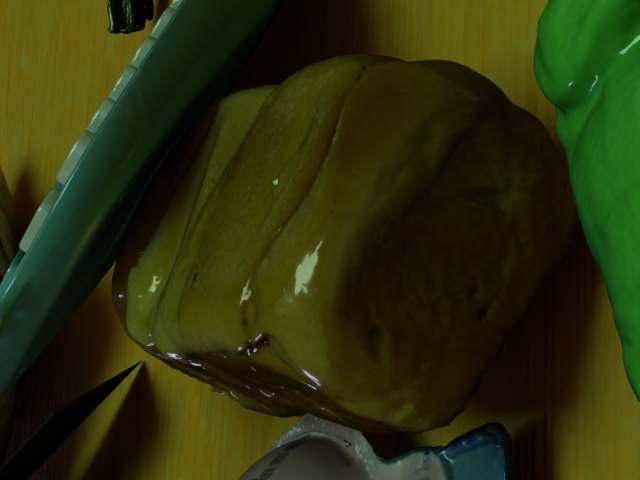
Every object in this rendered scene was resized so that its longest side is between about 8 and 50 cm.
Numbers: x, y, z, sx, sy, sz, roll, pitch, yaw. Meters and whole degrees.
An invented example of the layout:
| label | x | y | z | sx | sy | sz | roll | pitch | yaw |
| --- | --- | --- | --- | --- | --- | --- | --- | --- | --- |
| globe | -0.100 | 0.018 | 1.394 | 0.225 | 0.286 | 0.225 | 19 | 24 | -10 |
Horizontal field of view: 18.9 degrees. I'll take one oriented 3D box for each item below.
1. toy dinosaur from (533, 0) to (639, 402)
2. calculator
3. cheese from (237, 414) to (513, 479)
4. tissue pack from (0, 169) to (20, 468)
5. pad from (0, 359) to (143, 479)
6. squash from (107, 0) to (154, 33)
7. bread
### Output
| label | x | y | z | sx | sy | sz | roll | pitch | yaw |
| --- | --- | --- | --- | --- | --- | --- | --- | --- | --- |
| toy dinosaur | 0.128 | -0.049 | 0.785 | 0.500 | 0.143 | 0.375 | -120 | 35 | -58 |
| calculator | -0.106 | -0.061 | 1.121 | 0.256 | 0.054 | 0.386 | -55 | 2 | 40 |
| cheese | 0.009 | 0.167 | 0.952 | 0.286 | 0.074 | 0.189 | -34 | 51 | 51 |
| tissue pack | -0.342 | 0.125 | 1.528 | 0.375 | 0.195 | 0.390 | -122 | 46 | -61 |
| pad | -0.206 | 0.157 | 1.316 | 0.190 | 0.004 | 0.127 | -46 | -6 | 24 |
| squash | -0.108 | -0.302 | 1.373 | 0.319 | 0.071 | 0.080 | -68 | 29 | 23 |
| bread | 0.000 | 0.000 | 0.944 | 0.294 | 0.132 | 0.167 | 0 | 65 | 66 |
